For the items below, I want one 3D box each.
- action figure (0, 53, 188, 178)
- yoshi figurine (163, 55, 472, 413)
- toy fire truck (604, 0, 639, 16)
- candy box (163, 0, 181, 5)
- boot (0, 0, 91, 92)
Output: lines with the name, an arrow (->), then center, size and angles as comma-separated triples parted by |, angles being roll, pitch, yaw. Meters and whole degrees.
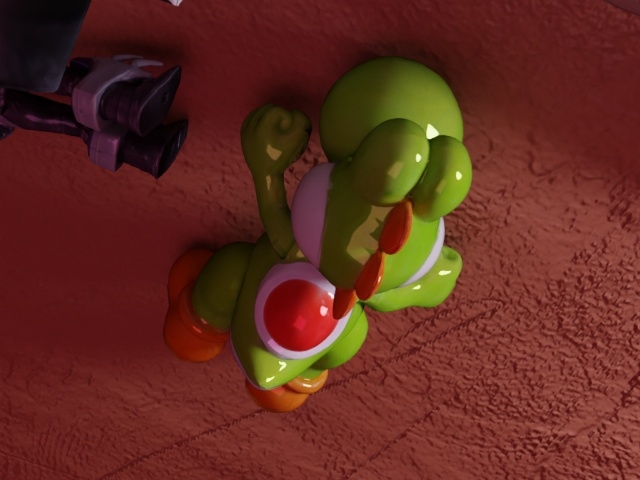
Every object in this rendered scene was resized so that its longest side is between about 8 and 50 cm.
action figure -> -0.254, -0.126, 1.265 | 0.285, 0.099, 0.185 | 16, 136, 8
yoshi figurine -> 0.014, -0.017, 1.257 | 0.362, 0.204, 0.203 | -45, 65, 50
toy fire truck -> 0.306, -0.241, 1.000 | 0.217, 0.158, 0.246 | 33, 139, -11
candy box -> -0.180, -0.263, 1.094 | 0.233, 0.159, 0.071 | 18, 131, 0
boot -> -0.270, -0.225, 0.791 | 0.367, 0.445, 0.146 | 5, 120, -6
